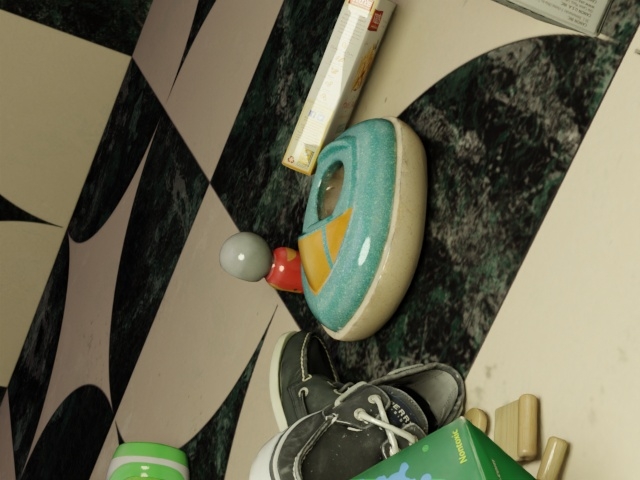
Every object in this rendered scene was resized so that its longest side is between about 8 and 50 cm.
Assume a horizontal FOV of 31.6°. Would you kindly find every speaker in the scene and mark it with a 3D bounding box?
[{"bbox_3d":[-0.268,0.453,1.656,0.131,0.131,0.297,-36,43,54],"label":"speaker"}]

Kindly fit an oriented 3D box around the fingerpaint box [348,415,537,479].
[{"bbox_3d":[0.037,0.405,0.766,0.371,0.163,0.445,-32,43,17],"label":"fingerpaint box"}]

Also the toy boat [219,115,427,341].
[{"bbox_3d":[0.000,0.000,1.354,0.318,0.148,0.268,-31,47,56],"label":"toy boat"}]

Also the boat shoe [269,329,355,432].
[{"bbox_3d":[0.021,0.214,1.218,0.113,0.127,0.340,-28,33,18],"label":"boat shoe"}]

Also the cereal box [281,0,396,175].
[{"bbox_3d":[0.027,-0.208,1.475,0.173,0.047,0.240,-41,-26,-76],"label":"cereal box"}]

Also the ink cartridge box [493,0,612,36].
[{"bbox_3d":[0.121,-0.293,1.133,0.060,0.275,0.239,-68,24,10],"label":"ink cartridge box"}]

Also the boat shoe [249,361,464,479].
[{"bbox_3d":[0.048,0.179,1.022,0.108,0.301,0.102,51,119,15],"label":"boat shoe"}]

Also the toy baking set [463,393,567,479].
[{"bbox_3d":[0.143,0.261,1.017,0.196,0.030,0.256,-11,60,69],"label":"toy baking set"}]
